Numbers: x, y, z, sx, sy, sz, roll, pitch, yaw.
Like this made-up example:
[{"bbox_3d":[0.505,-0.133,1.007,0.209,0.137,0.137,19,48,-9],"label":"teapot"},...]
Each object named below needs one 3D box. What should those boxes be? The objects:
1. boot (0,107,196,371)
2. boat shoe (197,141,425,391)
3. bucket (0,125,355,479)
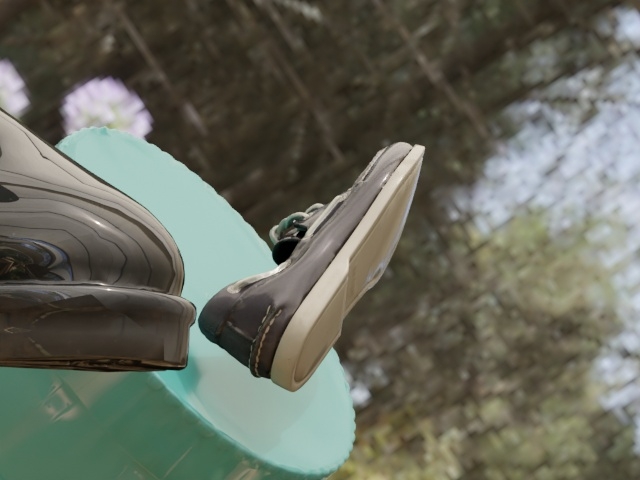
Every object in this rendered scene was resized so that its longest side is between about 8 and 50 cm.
[{"bbox_3d":[-0.180,-0.176,0.798,0.367,0.445,0.146,4,-3,42],"label":"boot"},{"bbox_3d":[0.000,0.000,1.032,0.065,0.206,0.075,21,-50,13],"label":"boat shoe"},{"bbox_3d":[-0.124,0.083,1.078,0.281,0.183,0.281,44,21,-22],"label":"bucket"}]
